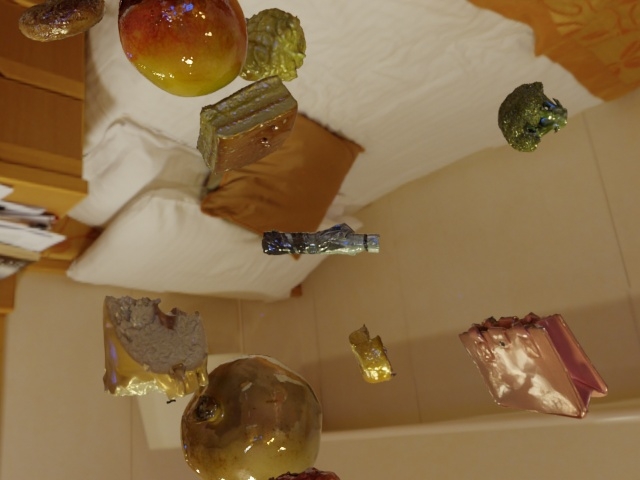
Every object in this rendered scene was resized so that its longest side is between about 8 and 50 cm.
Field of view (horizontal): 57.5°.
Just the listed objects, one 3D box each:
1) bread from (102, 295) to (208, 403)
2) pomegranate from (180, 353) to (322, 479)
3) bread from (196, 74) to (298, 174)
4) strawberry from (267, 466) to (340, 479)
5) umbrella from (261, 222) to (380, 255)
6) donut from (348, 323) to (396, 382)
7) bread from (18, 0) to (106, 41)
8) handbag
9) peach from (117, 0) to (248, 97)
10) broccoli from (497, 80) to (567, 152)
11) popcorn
[{"bbox_3d":[-0.315,0.242,1.117,0.184,0.211,0.224,-5,139,-29],"label":"bread"},{"bbox_3d":[-0.153,0.395,1.245,0.320,0.319,0.319,-5,163,-2],"label":"pomegranate"},{"bbox_3d":[-0.155,-0.229,1.223,0.184,0.110,0.234,-28,177,-16],"label":"bread"},{"bbox_3d":[-0.028,0.370,0.707,0.201,0.187,0.184,-54,149,14],"label":"strawberry"},{"bbox_3d":[0.000,0.000,0.927,0.189,0.050,0.046,0,-165,5],"label":"umbrella"},{"bbox_3d":[0.128,0.305,1.513,0.078,0.146,0.181,-20,-171,-10],"label":"donut"},{"bbox_3d":[-0.542,-0.481,1.225,0.193,0.193,0.063,-8,133,6],"label":"bread"},{"bbox_3d":[0.316,0.189,0.901,0.059,0.157,0.212,-32,-179,-23],"label":"handbag"},{"bbox_3d":[-0.247,-0.378,1.056,0.231,0.230,0.231,-5,163,-2],"label":"peach"},{"bbox_3d":[0.388,-0.226,1.074,0.120,0.130,0.131,7,-167,14],"label":"broccoli"},{"bbox_3d":[-0.156,-0.575,1.719,0.237,0.251,0.205,-44,133,-12],"label":"popcorn"}]
